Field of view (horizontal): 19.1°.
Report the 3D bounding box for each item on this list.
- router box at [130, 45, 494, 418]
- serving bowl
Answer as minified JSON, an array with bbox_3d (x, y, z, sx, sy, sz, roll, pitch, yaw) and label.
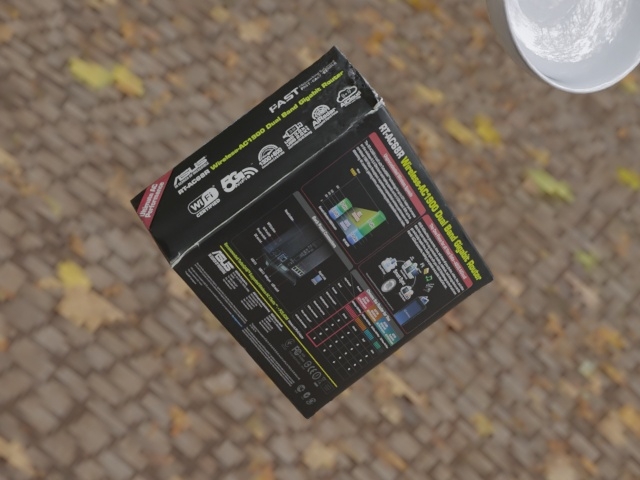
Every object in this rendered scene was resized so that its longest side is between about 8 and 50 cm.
[{"bbox_3d":[0.000,0.000,0.691,0.038,0.092,0.122,54,0,40],"label":"router box"},{"bbox_3d":[0.088,-0.095,0.685,0.083,0.083,0.027,14,0,-37],"label":"serving bowl"}]
